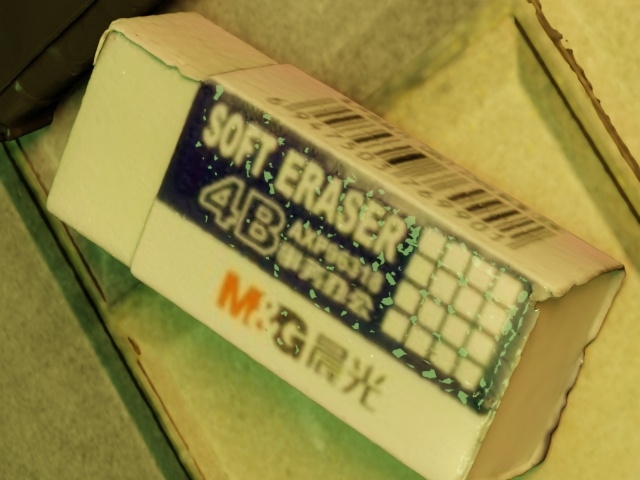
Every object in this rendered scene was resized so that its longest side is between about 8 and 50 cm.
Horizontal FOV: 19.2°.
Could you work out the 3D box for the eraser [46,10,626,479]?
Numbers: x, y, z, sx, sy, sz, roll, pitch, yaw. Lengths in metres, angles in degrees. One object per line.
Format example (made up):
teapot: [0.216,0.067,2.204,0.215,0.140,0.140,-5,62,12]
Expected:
eraser: [0.000,0.000,0.952,0.287,0.086,0.130,34,116,26]

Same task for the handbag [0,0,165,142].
handbag: [-0.171,-0.204,1.045,0.223,0.080,0.247,-37,80,42]
